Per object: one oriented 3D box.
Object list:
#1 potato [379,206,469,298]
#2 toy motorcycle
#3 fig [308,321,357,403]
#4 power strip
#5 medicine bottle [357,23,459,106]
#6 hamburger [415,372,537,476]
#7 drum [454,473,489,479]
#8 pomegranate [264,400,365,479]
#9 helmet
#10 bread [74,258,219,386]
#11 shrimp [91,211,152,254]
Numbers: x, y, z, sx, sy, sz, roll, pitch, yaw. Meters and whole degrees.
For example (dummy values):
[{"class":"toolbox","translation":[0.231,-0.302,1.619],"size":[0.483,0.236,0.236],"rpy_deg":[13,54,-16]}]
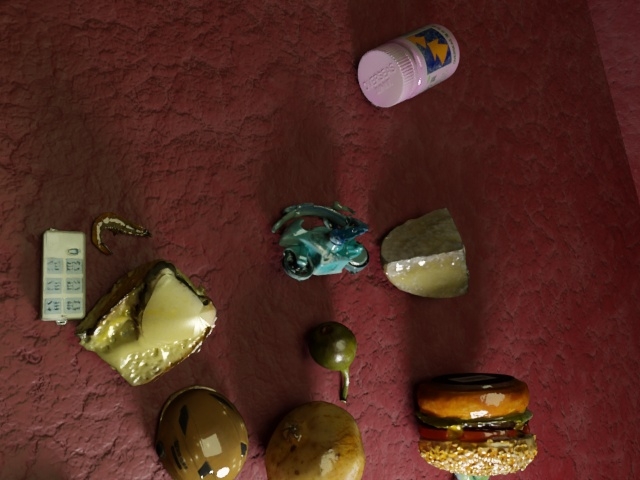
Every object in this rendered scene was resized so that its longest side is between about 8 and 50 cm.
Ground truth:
[{"class":"potato","translation":[0.290,0.053,1.743],"size":[0.264,0.211,0.189],"rpy_deg":[-11,132,-6]},{"class":"toy motorcycle","translation":[0.000,0.000,1.508],"size":[0.260,0.154,0.206],"rpy_deg":[-5,63,-33]},{"class":"fig","translation":[0.049,0.316,1.516],"size":[0.124,0.124,0.236],"rpy_deg":[-36,119,-35]},{"class":"power strip","translation":[-0.509,0.069,1.174],"size":[0.081,0.035,0.192],"rpy_deg":[3,81,-34]},{"class":"medicine bottle","translation":[0.263,-0.519,1.754],"size":[0.290,0.178,0.178],"rpy_deg":[-34,103,-36]},{"class":"hamburger","translation":[0.422,0.504,1.631],"size":[0.330,0.330,0.250],"rpy_deg":[0,84,-37]},{"class":"drum","translation":[0.423,0.741,1.755],"size":[0.130,0.049,0.253],"rpy_deg":[45,70,-33]},{"class":"pomegranate","translation":[-0.014,0.493,1.363],"size":[0.248,0.248,0.248],"rpy_deg":[7,79,-36]},{"class":"helmet","translation":[-0.237,0.424,1.264],"size":[0.198,0.130,0.224],"rpy_deg":[-16,91,-41]},{"class":"bread","translation":[-0.339,0.159,1.211],"size":[0.262,0.162,0.204],"rpy_deg":[-35,111,8]},{"class":"shrimp","translation":[-0.420,-0.009,1.258],"size":[0.127,0.025,0.091],"rpy_deg":[13,75,-30]}]
